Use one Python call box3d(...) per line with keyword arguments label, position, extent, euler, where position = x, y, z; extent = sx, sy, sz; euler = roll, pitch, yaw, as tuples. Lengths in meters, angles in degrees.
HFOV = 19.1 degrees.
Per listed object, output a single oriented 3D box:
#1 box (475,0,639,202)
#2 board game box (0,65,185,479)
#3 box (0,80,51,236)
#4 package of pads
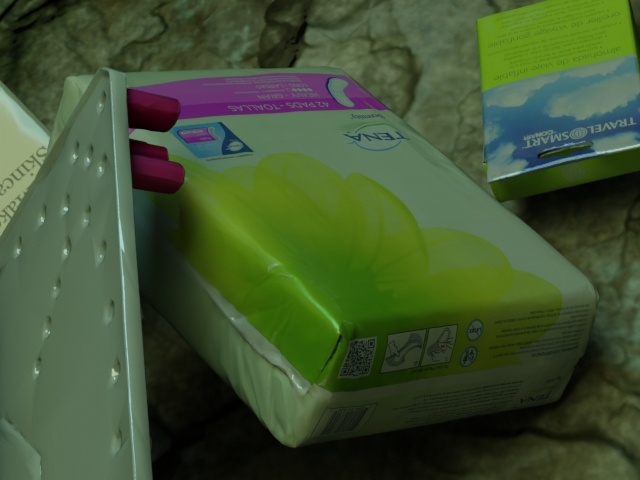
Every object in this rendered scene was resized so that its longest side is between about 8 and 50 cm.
box3d(label="box", position=(0.160, -0.094, 1.248), extent=(0.109, 0.042, 0.178), euler=(-14, 40, 14))
box3d(label="board game box", position=(-0.160, 0.167, 1.074), extent=(0.390, 0.050, 0.390), euler=(-52, 35, 44))
box3d(label="box", position=(-0.261, -0.074, 1.306), extent=(0.113, 0.094, 0.275), euler=(-45, 73, -8))
box3d(label="package of pads", position=(0.000, 0.000, 1.172), extent=(0.296, 0.229, 0.101), euler=(44, 125, 38))
